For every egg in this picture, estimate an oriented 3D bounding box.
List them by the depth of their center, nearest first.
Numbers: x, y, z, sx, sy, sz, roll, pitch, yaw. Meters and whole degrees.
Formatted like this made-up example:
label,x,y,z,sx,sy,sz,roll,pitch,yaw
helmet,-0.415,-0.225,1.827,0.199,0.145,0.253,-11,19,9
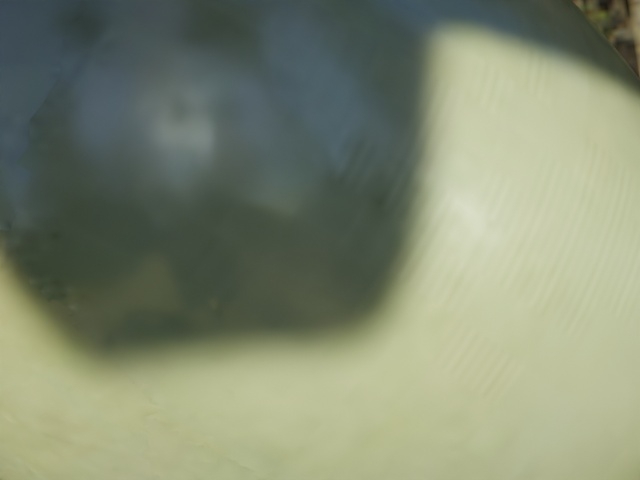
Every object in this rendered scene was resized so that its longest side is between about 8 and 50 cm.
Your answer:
label,x,y,z,sx,sy,sz,roll,pitch,yaw
egg,0.000,0.000,0.499,0.295,0.218,0.218,22,0,-16
